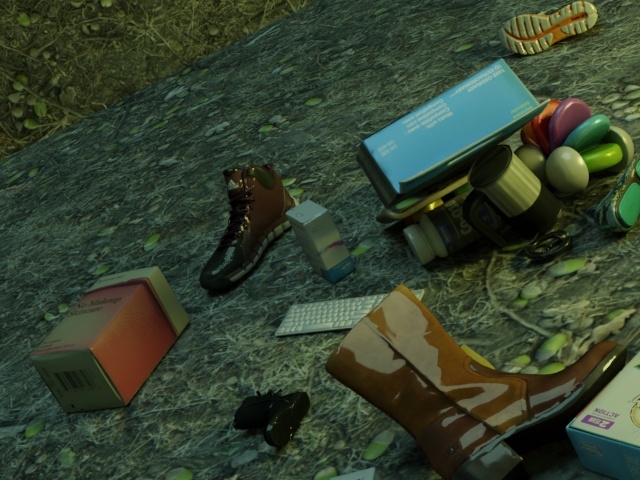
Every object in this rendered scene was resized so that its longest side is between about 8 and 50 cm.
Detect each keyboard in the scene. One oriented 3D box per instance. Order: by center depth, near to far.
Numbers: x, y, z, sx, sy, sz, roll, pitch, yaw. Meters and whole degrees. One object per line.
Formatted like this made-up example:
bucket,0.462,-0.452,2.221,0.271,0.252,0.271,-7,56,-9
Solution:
keyboard,0.043,0.115,1.865,0.256,0.014,0.072,-9,29,36

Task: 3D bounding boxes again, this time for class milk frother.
milk frother,0.299,-0.051,1.777,0.143,0.135,0.129,11,65,58

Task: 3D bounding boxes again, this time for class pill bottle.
pill bottle,0.205,-0.021,1.889,0.137,0.078,0.078,-29,24,-3

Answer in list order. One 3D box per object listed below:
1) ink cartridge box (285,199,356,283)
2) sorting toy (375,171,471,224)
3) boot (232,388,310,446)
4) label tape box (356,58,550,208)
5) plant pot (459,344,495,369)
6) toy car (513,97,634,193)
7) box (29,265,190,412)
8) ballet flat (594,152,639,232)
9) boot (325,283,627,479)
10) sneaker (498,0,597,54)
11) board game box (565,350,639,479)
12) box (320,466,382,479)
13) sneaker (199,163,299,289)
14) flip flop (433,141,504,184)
ink cartridge box,0.000,0.000,2.005,0.052,0.122,0.088,-33,25,-13
sorting toy,0.199,-0.071,1.989,0.208,0.038,0.193,-25,0,-4
boot,-0.078,0.251,1.676,0.099,0.045,0.121,-10,22,30
label tape box,0.191,-0.166,1.831,0.249,0.115,0.347,-31,-4,-2
plant pot,0.188,0.194,1.475,0.081,0.081,0.083,-39,40,-24
toy car,0.389,-0.158,1.876,0.159,0.136,0.182,-24,19,-29
box,-0.355,0.167,2.034,0.148,0.127,0.232,-11,28,33
ballet flat,0.456,-0.075,1.762,0.070,0.070,0.188,-2,31,44
boot,0.186,0.148,1.423,0.264,0.096,0.280,-43,55,-7
sneaker,0.475,-0.443,2.480,0.215,0.084,0.083,-10,15,27
board game box,0.457,0.151,1.292,0.316,0.064,0.242,-39,26,-25
box,-0.050,0.399,1.329,0.232,0.058,0.322,-18,24,19
sneaker,-0.160,-0.043,2.211,0.106,0.162,0.281,-6,31,40
flip flop,0.199,-0.147,2.120,0.112,0.080,0.277,-26,11,-41
